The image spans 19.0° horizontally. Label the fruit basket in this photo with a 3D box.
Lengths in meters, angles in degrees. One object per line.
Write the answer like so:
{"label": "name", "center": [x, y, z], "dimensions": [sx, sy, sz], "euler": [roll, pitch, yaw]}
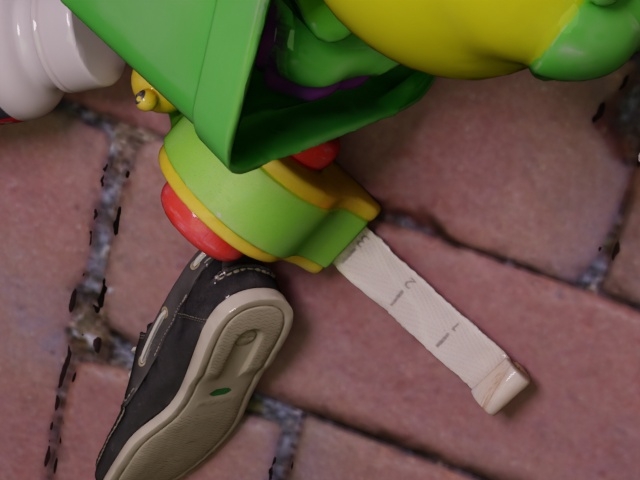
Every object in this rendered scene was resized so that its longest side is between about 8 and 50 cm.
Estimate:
{"label": "fruit basket", "center": [0.056, -0.206, 1.030], "dimensions": [0.392, 0.283, 0.392], "euler": [11, 111, 30]}

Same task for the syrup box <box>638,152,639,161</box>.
{"label": "syrup box", "center": [0.301, -0.100, 1.096], "dimensions": [0.093, 0.096, 0.237], "euler": [46, 118, -1]}

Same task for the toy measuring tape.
{"label": "toy measuring tape", "center": [0.000, 0.000, 1.224], "dimensions": [0.330, 0.121, 0.121], "euler": [44, 117, -1]}

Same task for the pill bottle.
{"label": "pill bottle", "center": [-0.224, -0.127, 1.258], "dimensions": [0.180, 0.108, 0.108], "euler": [-7, 108, 22]}

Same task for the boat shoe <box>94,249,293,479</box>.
{"label": "boat shoe", "center": [-0.096, 0.094, 1.332], "dimensions": [0.079, 0.084, 0.233], "euler": [57, 131, 32]}
